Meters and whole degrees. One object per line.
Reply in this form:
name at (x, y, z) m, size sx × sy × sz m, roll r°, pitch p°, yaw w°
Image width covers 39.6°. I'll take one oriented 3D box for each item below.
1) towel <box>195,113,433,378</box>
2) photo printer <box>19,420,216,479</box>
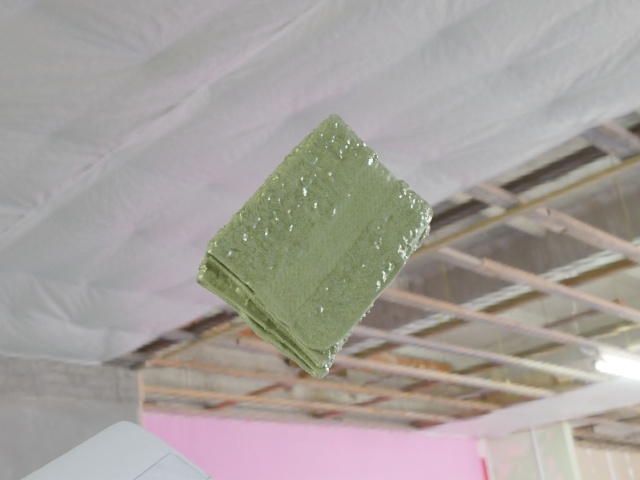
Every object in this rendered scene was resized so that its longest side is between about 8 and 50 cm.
towel at (0.000, 0.000, 0.558) m, size 0.110 × 0.148 × 0.027 m, roll 44°, pitch -26°, yaw -13°
photo printer at (-0.104, 0.234, 0.446) m, size 0.107 × 0.256 × 0.307 m, roll -57°, pitch -10°, yaw 14°
